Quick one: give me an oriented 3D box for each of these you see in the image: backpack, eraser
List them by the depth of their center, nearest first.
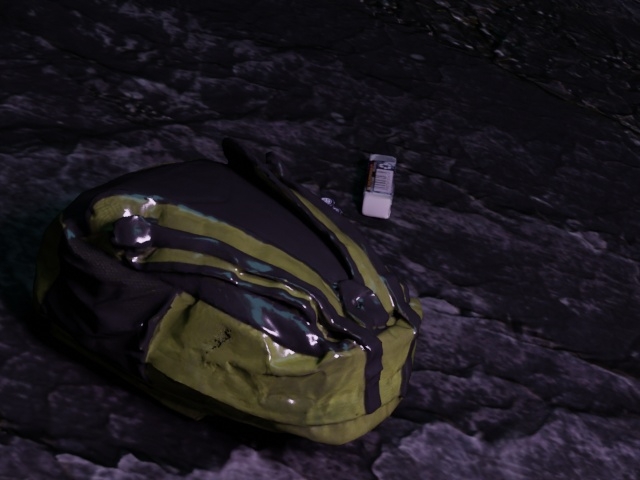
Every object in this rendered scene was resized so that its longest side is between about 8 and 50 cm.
[{"bbox_3d":[-0.051,0.034,1.270,0.253,0.140,0.207,28,29,19],"label":"backpack"},{"bbox_3d":[0.051,-0.047,1.633,0.027,0.019,0.099,7,27,1],"label":"eraser"}]

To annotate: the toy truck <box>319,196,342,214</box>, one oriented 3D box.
[{"bbox_3d":[0.000,0.000,1.489,0.044,0.039,0.083,-10,37,-21],"label":"toy truck"}]
